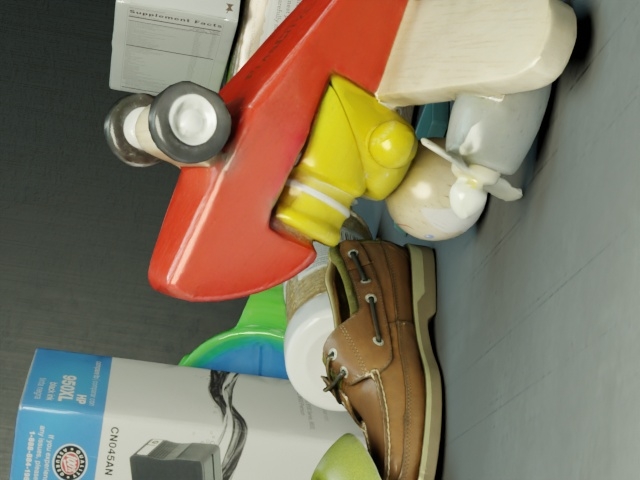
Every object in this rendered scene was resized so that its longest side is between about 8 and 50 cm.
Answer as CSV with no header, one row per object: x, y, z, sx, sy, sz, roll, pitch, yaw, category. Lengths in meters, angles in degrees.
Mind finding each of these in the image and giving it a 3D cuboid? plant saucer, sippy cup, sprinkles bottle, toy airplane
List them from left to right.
-0.070,0.209,1.726,0.305,0.240,0.224,-50,1,9,sippy cup
0.016,0.065,1.499,0.355,0.121,0.121,-97,17,-70,sprinkles bottle
0.030,0.284,1.100,0.241,0.037,0.241,171,90,-77,plant saucer
0.048,-0.125,1.057,0.384,0.272,0.386,-34,21,26,toy airplane
0.104,-0.086,1.382,0.192,0.018,0.067,105,171,-53,plant saucer

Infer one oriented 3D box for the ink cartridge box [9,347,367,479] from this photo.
-0.159,0.306,1.519,0.166,0.394,0.286,-107,26,-71,ink cartridge box

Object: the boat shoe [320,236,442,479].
0.048,0.122,1.192,0.307,0.104,0.111,-90,12,-49,boat shoe

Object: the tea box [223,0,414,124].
0.007,-0.280,1.598,0.323,0.219,0.329,-113,32,-76,tea box

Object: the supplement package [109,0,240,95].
-0.166,-0.271,1.512,0.244,0.139,0.134,125,152,-71,supplement package
